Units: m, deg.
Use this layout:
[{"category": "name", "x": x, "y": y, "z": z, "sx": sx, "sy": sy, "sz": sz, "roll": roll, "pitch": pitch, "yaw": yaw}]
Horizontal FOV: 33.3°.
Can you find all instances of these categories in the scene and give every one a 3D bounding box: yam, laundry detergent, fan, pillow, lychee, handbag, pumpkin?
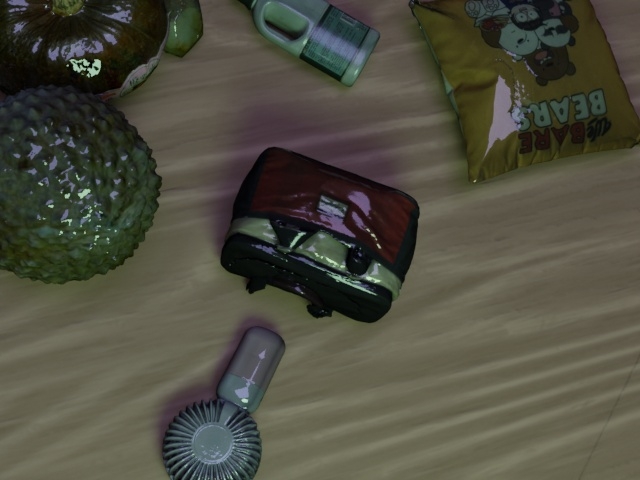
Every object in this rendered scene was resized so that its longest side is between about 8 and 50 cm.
[{"category": "yam", "x": -0.207, "y": -0.342, "z": 1.544, "sx": 0.070, "sy": 0.070, "sz": 0.146, "roll": -10, "pitch": 77, "yaw": -15}, {"category": "laundry detergent", "x": -0.029, "y": -0.321, "z": 1.579, "sx": 0.226, "sy": 0.070, "sz": 0.099, "roll": 30, "pitch": 78, "yaw": -5}, {"category": "fan", "x": -0.117, "y": 0.226, "z": 1.425, "sx": 0.130, "sy": 0.074, "sz": 0.244, "roll": 25, "pitch": 66, "yaw": 6}, {"category": "pillow", "x": 0.317, "y": -0.252, "z": 1.616, "sx": 0.310, "sy": 0.119, "sz": 0.312, "roll": -13, "pitch": 78, "yaw": -19}, {"category": "lychee", "x": -0.332, "y": -0.065, "z": 1.349, "sx": 0.255, "sy": 0.255, "sz": 0.274, "roll": -35, "pitch": 42, "yaw": -18}, {"category": "handbag", "x": 0.000, "y": 0.000, "z": 1.450, "sx": 0.255, "sy": 0.181, "sz": 0.181, "roll": 20, "pitch": 70, "yaw": -5}, {"category": "pumpkin", "x": -0.338, "y": -0.305, "z": 1.442, "sx": 0.260, "sy": 0.189, "sz": 0.260, "roll": 3, "pitch": 74, "yaw": -12}]
